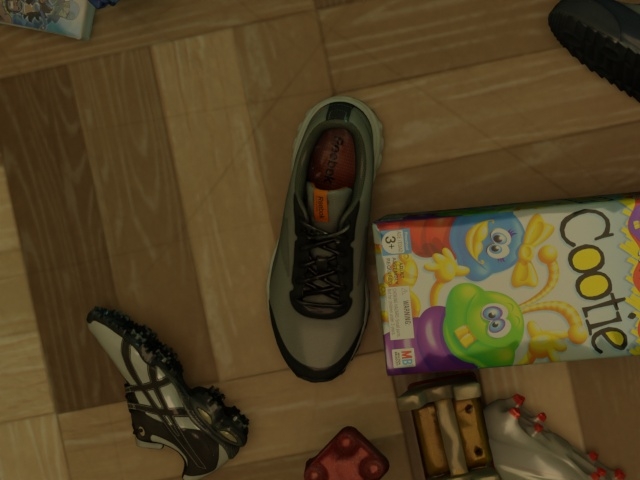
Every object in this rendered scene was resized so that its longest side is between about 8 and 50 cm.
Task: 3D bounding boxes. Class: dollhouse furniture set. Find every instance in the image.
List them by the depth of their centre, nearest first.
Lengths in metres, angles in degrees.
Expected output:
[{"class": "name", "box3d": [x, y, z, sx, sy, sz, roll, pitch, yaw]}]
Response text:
[{"class": "dollhouse furniture set", "box3d": [0.087, 0.320, 1.797, 0.201, 0.152, 0.374, -11, 91, 7]}]

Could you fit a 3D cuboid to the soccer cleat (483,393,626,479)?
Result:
[{"class": "soccer cleat", "box3d": [0.225, 0.226, 1.823, 0.196, 0.068, 0.076, 40, 116, 2]}]

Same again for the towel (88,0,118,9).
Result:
[{"class": "towel", "box3d": [-0.222, -0.403, 1.809, 0.243, 0.040, 0.336, -43, 79, -7]}]

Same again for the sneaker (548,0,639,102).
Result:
[{"class": "sneaker", "box3d": [0.370, -0.172, 1.772, 0.319, 0.112, 0.131, 26, 79, 2]}]

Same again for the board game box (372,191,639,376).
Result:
[{"class": "board game box", "box3d": [0.196, 0.036, 1.772, 0.275, 0.142, 0.144, -6, 93, 7]}]

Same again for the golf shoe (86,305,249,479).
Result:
[{"class": "golf shoe", "box3d": [-0.163, 0.149, 1.856, 0.198, 0.077, 0.094, 43, 97, 4]}]

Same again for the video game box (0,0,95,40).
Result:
[{"class": "video game box", "box3d": [-0.296, -0.309, 1.861, 0.187, 0.048, 0.205, 12, 94, 8]}]

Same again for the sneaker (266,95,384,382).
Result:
[{"class": "sneaker", "box3d": [0.000, 0.000, 1.813, 0.100, 0.108, 0.271, 6, 95, 5]}]
